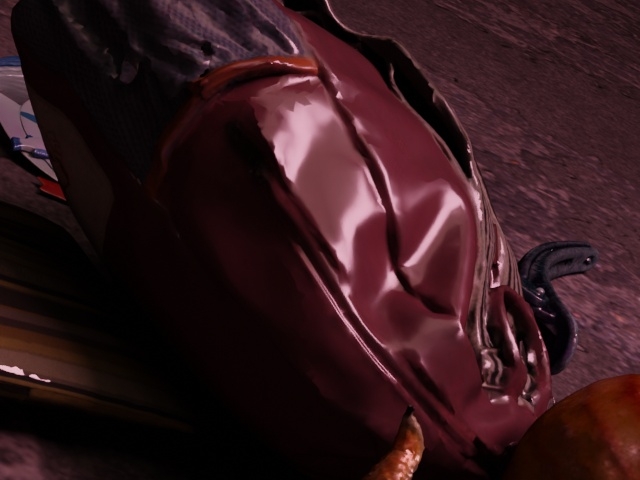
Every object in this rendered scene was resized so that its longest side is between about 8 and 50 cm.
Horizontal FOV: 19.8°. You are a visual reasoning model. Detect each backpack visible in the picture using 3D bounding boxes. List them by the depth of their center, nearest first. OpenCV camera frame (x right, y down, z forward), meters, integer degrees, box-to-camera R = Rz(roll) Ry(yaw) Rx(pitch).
[{"bbox_3d":[0.000,0.000,0.953,0.317,0.197,0.283,48,-2,25],"label":"backpack"}]

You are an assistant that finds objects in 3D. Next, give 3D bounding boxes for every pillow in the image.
[{"bbox_3d":[-0.181,0.020,0.920,0.208,0.052,0.212,20,17,-38],"label":"pillow"}]

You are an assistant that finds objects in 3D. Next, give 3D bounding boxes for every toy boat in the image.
[{"bbox_3d":[-0.186,-0.072,1.187,0.105,0.034,0.149,27,33,-9],"label":"toy boat"}]

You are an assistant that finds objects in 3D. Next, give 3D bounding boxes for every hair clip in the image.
[{"bbox_3d":[0.165,0.028,1.345,0.083,0.048,0.275,26,19,8],"label":"hair clip"}]

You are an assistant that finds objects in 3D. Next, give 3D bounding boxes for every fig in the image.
[{"bbox_3d":[0.158,0.173,0.826,0.175,0.175,0.207,18,33,-23],"label":"fig"}]

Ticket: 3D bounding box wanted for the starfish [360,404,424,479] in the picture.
[{"bbox_3d":[-0.017,0.163,0.707,0.247,0.138,0.050,-90,156,-63],"label":"starfish"}]
